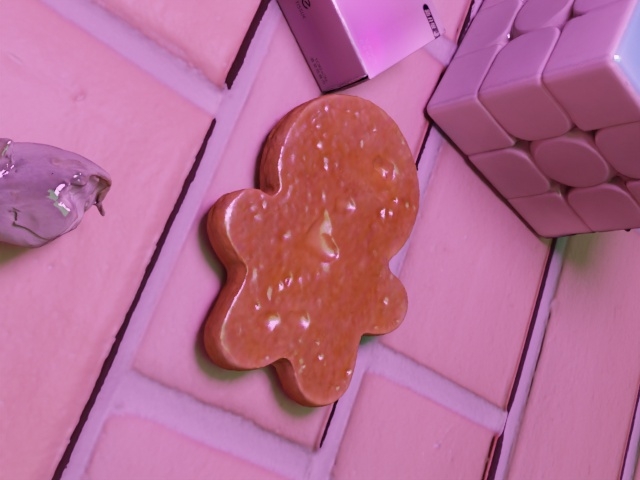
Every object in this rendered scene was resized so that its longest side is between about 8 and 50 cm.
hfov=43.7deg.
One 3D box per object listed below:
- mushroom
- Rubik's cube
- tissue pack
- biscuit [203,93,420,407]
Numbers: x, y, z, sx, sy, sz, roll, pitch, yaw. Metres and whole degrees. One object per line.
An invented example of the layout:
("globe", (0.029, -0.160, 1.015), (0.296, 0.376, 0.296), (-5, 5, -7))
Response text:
("mushroom", (-0.309, -0.035, 0.657), (0.278, 0.099, 0.096), (-3, 74, -32))
("Rubik's cube", (0.371, -0.206, 1.046), (0.292, 0.291, 0.290), (41, 63, -25))
("tissue pack", (0.023, -0.310, 0.919), (0.148, 0.092, 0.246), (-37, 108, -31))
("biscuit", (-0.001, 0.000, 0.900), (0.275, 0.052, 0.355), (28, 69, -32))
